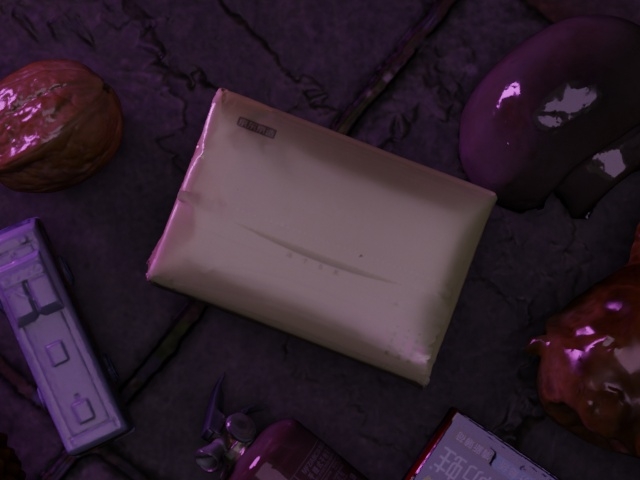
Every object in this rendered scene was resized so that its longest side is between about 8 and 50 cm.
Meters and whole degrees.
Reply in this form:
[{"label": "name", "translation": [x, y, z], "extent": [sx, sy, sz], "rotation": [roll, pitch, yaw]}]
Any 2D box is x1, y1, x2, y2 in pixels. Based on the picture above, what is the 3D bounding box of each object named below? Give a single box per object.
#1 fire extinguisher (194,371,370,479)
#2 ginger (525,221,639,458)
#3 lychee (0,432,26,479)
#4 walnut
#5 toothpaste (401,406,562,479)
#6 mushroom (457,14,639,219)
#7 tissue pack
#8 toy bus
[{"label": "fire extinguisher", "translation": [0.006, 0.215, 1.374], "extent": [0.269, 0.105, 0.105], "rotation": [39, 87, 1]}, {"label": "ginger", "translation": [0.352, 0.105, 1.363], "extent": [0.357, 0.152, 0.274], "rotation": [34, 67, 0]}, {"label": "lychee", "translation": [-0.334, 0.215, 1.287], "extent": [0.267, 0.267, 0.268], "rotation": [0, 87, -1]}, {"label": "walnut", "translation": [-0.215, -0.087, 1.382], "extent": [0.124, 0.105, 0.105], "rotation": [-30, 88, 3]}, {"label": "toothpaste", "translation": [0.215, 0.251, 1.388], "extent": [0.320, 0.066, 0.076], "rotation": [34, 87, 2]}, {"label": "mushroom", "translation": [0.195, -0.103, 1.391], "extent": [0.188, 0.117, 0.141], "rotation": [-38, 77, 2]}, {"label": "tissue pack", "translation": [0.000, 0.000, 1.366], "extent": [0.234, 0.125, 0.159], "rotation": [21, 87, 1]}, {"label": "toy bus", "translation": [-0.209, 0.075, 1.383], "extent": [0.064, 0.075, 0.191], "rotation": [-25, 88, -2]}]
